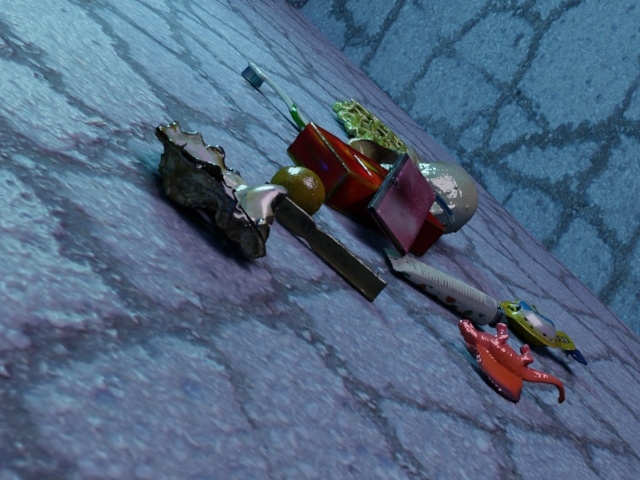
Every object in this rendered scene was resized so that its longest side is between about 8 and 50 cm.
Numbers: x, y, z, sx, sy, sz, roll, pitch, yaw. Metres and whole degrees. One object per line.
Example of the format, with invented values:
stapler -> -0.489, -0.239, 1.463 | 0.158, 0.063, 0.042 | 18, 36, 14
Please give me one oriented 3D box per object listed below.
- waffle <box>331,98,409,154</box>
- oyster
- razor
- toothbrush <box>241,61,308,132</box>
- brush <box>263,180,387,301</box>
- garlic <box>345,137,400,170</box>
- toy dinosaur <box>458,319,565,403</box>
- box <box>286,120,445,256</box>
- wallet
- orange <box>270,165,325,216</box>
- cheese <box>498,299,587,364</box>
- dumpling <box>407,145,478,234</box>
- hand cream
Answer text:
waffle -> 0.174, -0.283, 2.577 | 0.317, 0.073, 0.297 | 24, 23, -48
oyster -> -0.131, -0.072, 1.218 | 0.259, 0.092, 0.198 | 40, 12, 36
razor -> 0.225, -0.098, 1.914 | 0.191, 0.037, 0.068 | 35, 14, -27
toothbrush -> -0.039, -0.271, 2.084 | 0.418, 0.040, 0.042 | 46, 14, 18
brush -> 0.000, 0.000, 1.412 | 0.248, 0.043, 0.036 | 40, 8, 0
garlic -> 0.134, -0.187, 2.175 | 0.174, 0.099, 0.124 | 41, 0, 5
toy dinosaur -> 0.337, 0.235, 1.551 | 0.286, 0.070, 0.139 | 40, 25, -17
box -> 0.096, -0.104, 1.851 | 0.313, 0.089, 0.197 | 26, 22, -41
wallet -> 0.161, -0.073, 1.751 | 0.119, 0.025, 0.232 | 54, 35, -15
orange -> -0.040, -0.078, 1.455 | 0.095, 0.085, 0.085 | 34, 10, 30
cheese -> 0.493, 0.200, 1.997 | 0.250, 0.064, 0.156 | 32, 18, -22
dumpling -> 0.271, -0.127, 2.120 | 0.243, 0.175, 0.227 | 89, -24, -77
hand cream -> 0.237, 0.092, 1.714 | 0.276, 0.059, 0.095 | 29, 17, -21
